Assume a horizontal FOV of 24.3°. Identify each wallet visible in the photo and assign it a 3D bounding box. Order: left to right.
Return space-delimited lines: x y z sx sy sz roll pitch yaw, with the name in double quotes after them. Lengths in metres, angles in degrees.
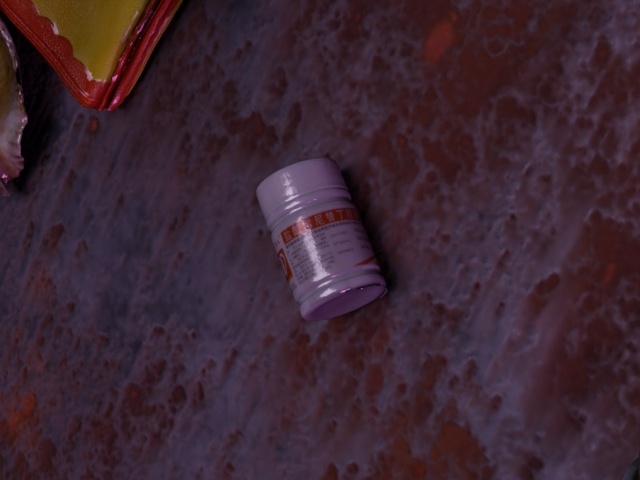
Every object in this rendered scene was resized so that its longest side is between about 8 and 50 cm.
-0.194 -0.214 1.066 0.241 0.067 0.141 47 117 28 "wallet"

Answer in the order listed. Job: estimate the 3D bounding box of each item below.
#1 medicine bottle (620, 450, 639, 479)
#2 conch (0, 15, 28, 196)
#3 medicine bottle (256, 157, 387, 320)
0.241 0.054 0.633 0.151 0.151 0.322 39 124 31 "medicine bottle"
-0.291 -0.122 1.097 0.207 0.130 0.155 48 132 10 "conch"
0.000 0.000 0.917 0.057 0.057 0.089 -32 69 32 "medicine bottle"
